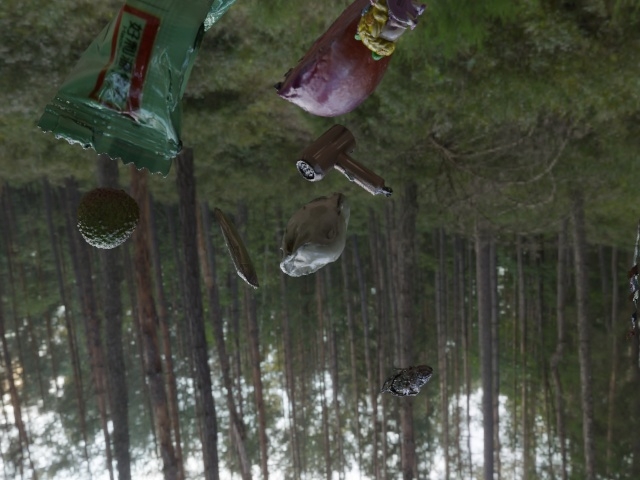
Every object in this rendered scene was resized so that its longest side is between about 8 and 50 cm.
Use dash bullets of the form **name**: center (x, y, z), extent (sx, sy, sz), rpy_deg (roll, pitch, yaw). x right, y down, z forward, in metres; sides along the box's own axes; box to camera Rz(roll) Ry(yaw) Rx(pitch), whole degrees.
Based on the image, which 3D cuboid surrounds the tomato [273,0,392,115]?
- **tomato**: center (0.070, -0.409, 1.375), extent (0.290, 0.176, 0.334), rpy_deg (-27, -155, 52)

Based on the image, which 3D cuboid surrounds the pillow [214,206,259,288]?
- **pillow**: center (-0.219, 0.021, 1.584), extent (0.038, 0.232, 0.130), rpy_deg (-27, 163, 5)

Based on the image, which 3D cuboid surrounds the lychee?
- **lychee**: center (-0.399, -0.045, 1.131), extent (0.114, 0.114, 0.146), rpy_deg (-3, -137, -2)

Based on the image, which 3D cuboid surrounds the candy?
- **candy**: center (-0.326, -0.336, 1.112), extent (0.263, 0.397, 0.172), rpy_deg (24, -175, 4)

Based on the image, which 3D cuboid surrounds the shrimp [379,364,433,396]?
- **shrimp**: center (0.239, 0.401, 1.705), extent (0.073, 0.074, 0.190), rpy_deg (30, 137, -34)

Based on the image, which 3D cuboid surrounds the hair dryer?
- **hair dryer**: center (0.056, -0.131, 1.114), extent (0.182, 0.064, 0.117), rpy_deg (36, -116, 19)

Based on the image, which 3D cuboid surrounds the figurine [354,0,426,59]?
- **figurine**: center (0.099, -0.386, 1.047), extent (0.115, 0.094, 0.156), rpy_deg (36, 166, -8)

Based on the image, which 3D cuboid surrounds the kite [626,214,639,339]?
- **kite**: center (0.569, 0.052, 1.083), extent (0.022, 0.204, 0.360), rpy_deg (7, -156, 28)

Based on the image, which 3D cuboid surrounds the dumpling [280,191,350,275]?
- **dumpling**: center (0.000, 0.000, 1.437), extent (0.142, 0.172, 0.247), rpy_deg (31, -116, 32)
